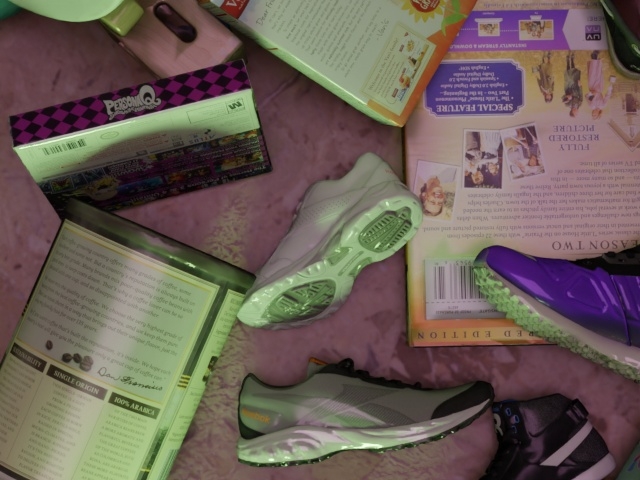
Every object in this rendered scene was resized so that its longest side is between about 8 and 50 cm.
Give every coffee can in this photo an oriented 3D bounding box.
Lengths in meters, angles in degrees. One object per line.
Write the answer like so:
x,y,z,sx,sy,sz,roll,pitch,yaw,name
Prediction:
-0.209,0.121,1.509,0.201,0.201,0.275,23,88,0,coffee can

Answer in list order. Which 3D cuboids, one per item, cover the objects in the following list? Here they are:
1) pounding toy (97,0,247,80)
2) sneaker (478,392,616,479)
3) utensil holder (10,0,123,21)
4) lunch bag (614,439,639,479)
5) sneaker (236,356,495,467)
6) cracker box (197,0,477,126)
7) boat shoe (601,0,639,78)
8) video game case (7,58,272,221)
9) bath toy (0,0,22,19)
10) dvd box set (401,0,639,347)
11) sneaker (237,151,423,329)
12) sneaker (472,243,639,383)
-0.165,-0.229,1.518,0.181,0.206,0.094,43,88,1,pounding toy
0.185,0.234,1.578,0.217,0.079,0.121,-28,85,-10,sneaker
-0.191,-0.438,1.405,0.327,0.327,0.385,37,64,1,utensil holder
0.408,0.330,1.535,0.262,0.160,0.223,37,85,-11,lunch bag
0.044,0.167,1.565,0.271,0.100,0.108,-7,83,-1,sneaker
0.018,-0.237,1.497,0.232,0.067,0.156,32,86,-18,cracker box
0.307,-0.282,1.531,0.084,0.079,0.233,-17,86,0,boat shoe
-0.171,-0.094,1.513,0.232,0.210,0.042,-14,70,0,video game case
-0.391,-0.397,1.549,0.151,0.129,0.348,-26,84,-31,bath toy
0.236,-0.100,1.591,0.307,0.062,0.420,-2,88,-1,dvd box set
0.000,0.000,1.583,0.232,0.090,0.115,-38,45,15,sneaker
0.297,0.050,1.513,0.293,0.102,0.146,26,83,-6,sneaker
